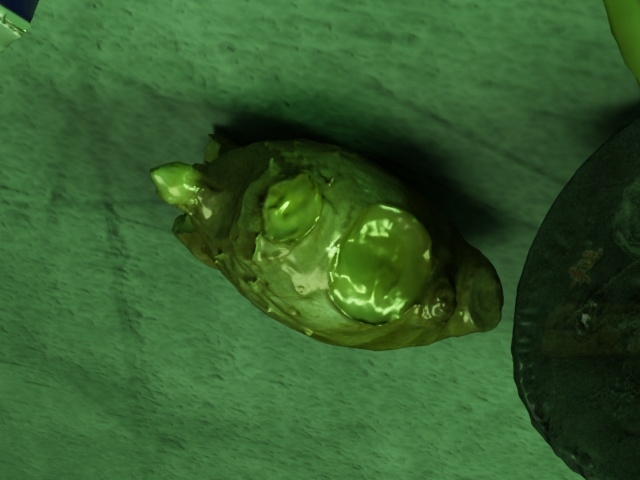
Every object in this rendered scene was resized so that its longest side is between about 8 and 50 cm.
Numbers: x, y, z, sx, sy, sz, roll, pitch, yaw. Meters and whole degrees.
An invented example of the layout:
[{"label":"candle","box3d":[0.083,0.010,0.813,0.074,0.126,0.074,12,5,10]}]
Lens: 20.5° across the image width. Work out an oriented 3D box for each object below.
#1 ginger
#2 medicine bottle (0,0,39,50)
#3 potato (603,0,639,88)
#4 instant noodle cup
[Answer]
[{"label":"ginger","box3d":[0.000,0.000,0.974,0.216,0.102,0.157,27,176,-27]},{"label":"medicine bottle","box3d":[-0.267,-0.143,0.912,0.201,0.052,0.171,31,147,-26]},{"label":"potato","box3d":[0.242,-0.175,0.449,0.213,0.280,0.330,55,142,-1]},{"label":"instant noodle cup","box3d":[0.237,0.059,0.862,0.217,0.217,0.207,-12,147,40]}]
